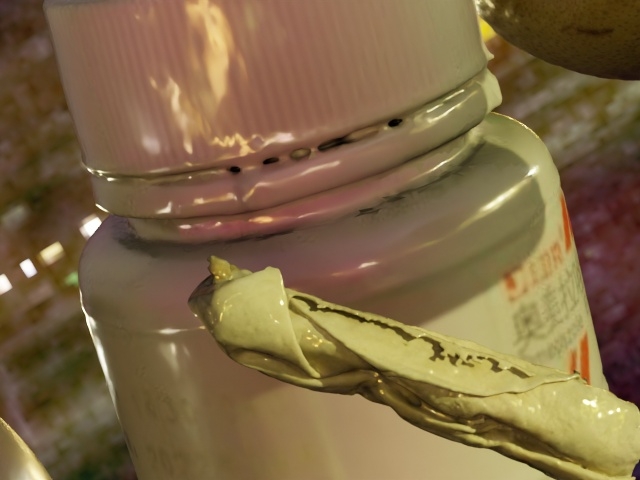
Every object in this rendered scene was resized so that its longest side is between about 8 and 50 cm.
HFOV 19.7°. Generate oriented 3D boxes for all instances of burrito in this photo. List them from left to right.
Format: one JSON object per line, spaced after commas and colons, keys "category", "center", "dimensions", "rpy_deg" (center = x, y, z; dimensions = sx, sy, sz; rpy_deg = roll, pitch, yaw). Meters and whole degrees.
{"category": "burrito", "center": [0.037, 0.052, 0.695], "dimensions": [0.045, 0.185, 0.041], "rpy_deg": [140, 148, -73]}

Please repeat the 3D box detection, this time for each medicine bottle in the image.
{"category": "medicine bottle", "center": [0.000, 0.000, 0.904], "dimensions": [0.241, 0.302, 0.241], "rpy_deg": [-14, 16, 4]}

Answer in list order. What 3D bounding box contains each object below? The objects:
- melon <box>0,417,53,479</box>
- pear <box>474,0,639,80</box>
{"category": "melon", "center": [-0.294, 0.162, 1.045], "dimensions": [0.223, 0.317, 0.223], "rpy_deg": [-58, -17, -29]}
{"category": "pear", "center": [0.198, -0.192, 1.072], "dimensions": [0.211, 0.188, 0.228], "rpy_deg": [-9, -10, -36]}
